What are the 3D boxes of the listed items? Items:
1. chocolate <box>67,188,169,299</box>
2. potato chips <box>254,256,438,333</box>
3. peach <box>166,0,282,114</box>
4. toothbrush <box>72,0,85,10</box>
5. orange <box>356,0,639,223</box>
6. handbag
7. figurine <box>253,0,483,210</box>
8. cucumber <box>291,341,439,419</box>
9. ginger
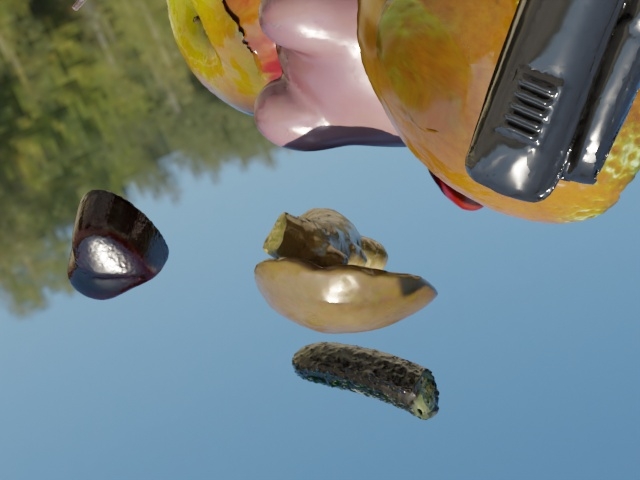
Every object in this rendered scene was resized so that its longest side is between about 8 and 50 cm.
[{"bbox_3d":[-0.255,0.024,2.004,0.080,0.125,0.149,-68,180,-46],"label":"chocolate"},{"bbox_3d":[0.020,0.063,1.652,0.195,0.062,0.208,9,168,-27],"label":"potato chips"},{"bbox_3d":[-0.003,-0.320,1.951,0.370,0.370,0.370,-22,-170,4],"label":"peach"},{"bbox_3d":[-0.180,-0.233,1.414,0.097,0.006,0.008,-49,158,-11],"label":"toothbrush"},{"bbox_3d":[0.143,-0.167,1.375,0.196,0.334,0.262,-26,-167,-21],"label":"orange"},{"bbox_3d":[0.176,-0.173,1.014,0.088,0.275,0.244,18,-155,4],"label":"handbag"},{"bbox_3d":[0.079,-0.201,1.662,0.261,0.270,0.211,11,-135,9],"label":"figurine"},{"bbox_3d":[0.051,0.159,1.998,0.067,0.067,0.245,-30,-151,-33],"label":"cucumber"},{"bbox_3d":[-0.001,0.003,1.826,0.118,0.065,0.299,23,-174,12],"label":"ginger"}]
